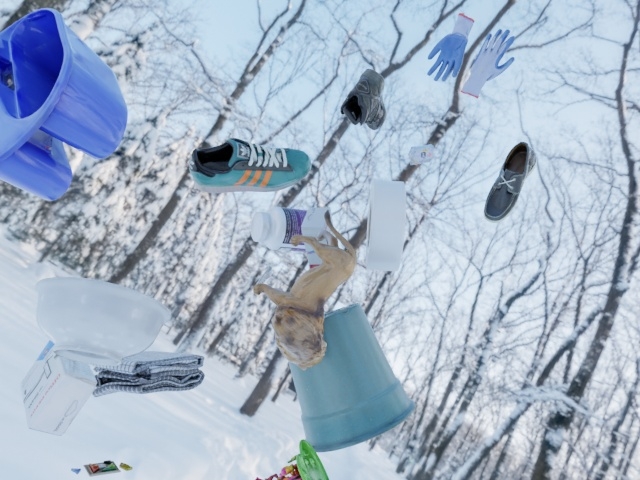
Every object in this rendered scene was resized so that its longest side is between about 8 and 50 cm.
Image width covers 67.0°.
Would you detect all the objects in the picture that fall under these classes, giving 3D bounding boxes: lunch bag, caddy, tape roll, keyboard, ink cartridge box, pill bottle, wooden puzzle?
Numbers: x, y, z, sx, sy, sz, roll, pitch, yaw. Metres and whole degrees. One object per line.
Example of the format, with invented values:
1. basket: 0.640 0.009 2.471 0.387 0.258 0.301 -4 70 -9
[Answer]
1. lunch bag: 0.334 -0.287 1.601 0.071 0.053 0.083 -8 -17 -3
2. caddy: -0.469 -0.233 0.781 0.179 0.241 0.341 42 13 -53
3. tape roll: 0.201 -0.046 1.515 0.100 0.286 0.286 3 -19 3
4. keyboard: -0.181 0.123 1.543 0.014 0.072 0.256 40 -11 1
5. ink cartridge box: 0.000 0.000 1.515 0.072 0.127 0.175 -1 -55 14
6. pill bottle: -0.119 -0.045 2.032 0.323 0.181 0.181 6 -1 -31
7. ink cartridge box: -0.644 0.351 1.182 0.086 0.148 0.203 37 -9 -38
8. wooden puzzle: -0.506 0.527 1.122 0.079 0.014 0.116 -2 -9 45

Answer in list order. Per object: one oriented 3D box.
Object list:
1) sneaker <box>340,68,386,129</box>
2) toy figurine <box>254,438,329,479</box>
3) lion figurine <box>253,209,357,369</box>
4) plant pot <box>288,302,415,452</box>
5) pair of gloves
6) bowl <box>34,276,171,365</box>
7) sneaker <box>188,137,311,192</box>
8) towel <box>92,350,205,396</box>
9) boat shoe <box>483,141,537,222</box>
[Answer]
1. sneaker: 0.115 -0.351 1.319 0.087 0.130 0.227 39 -8 16
2. toy figurine: -0.078 0.481 0.926 0.130 0.159 0.173 60 0 25
3. lion figurine: -0.011 0.117 1.254 0.240 0.392 0.142 29 -7 34
4. plant pot: 0.055 0.380 1.417 0.341 0.341 0.334 138 -68 -74
5. pair of gloves: 0.341 -0.420 1.103 0.198 0.159 0.023 41 25 32
6. bowl: -0.501 0.199 1.086 0.298 0.134 0.298 5 -28 3
7. sneaker: -0.169 -0.189 1.188 0.302 0.108 0.121 -9 -26 -7
8. towel: -0.541 0.419 1.514 0.235 0.121 0.284 -4 -9 29
9. boat shoe: 0.496 -0.155 1.283 0.084 0.233 0.079 24 -13 36
